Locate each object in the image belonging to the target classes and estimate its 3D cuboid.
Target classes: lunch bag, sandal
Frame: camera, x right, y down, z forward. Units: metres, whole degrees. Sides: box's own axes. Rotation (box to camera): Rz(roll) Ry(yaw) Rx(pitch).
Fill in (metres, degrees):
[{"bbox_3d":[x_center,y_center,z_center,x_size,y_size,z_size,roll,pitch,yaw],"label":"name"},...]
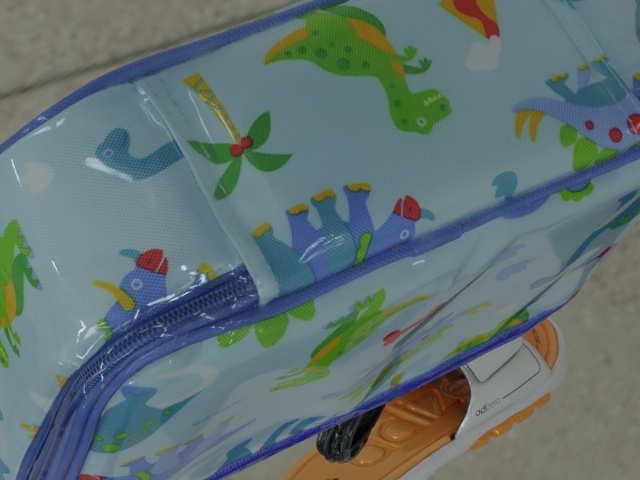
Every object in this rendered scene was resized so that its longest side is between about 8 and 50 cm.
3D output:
[{"bbox_3d":[0.000,0.000,0.589,0.090,0.219,0.176,60,152,13],"label":"lunch bag"},{"bbox_3d":[0.067,0.093,1.276,0.102,0.265,0.076,14,126,38],"label":"sandal"}]

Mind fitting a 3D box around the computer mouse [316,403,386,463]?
[{"bbox_3d":[0.050,0.008,0.940,0.041,0.242,0.071,26,139,11],"label":"computer mouse"}]
